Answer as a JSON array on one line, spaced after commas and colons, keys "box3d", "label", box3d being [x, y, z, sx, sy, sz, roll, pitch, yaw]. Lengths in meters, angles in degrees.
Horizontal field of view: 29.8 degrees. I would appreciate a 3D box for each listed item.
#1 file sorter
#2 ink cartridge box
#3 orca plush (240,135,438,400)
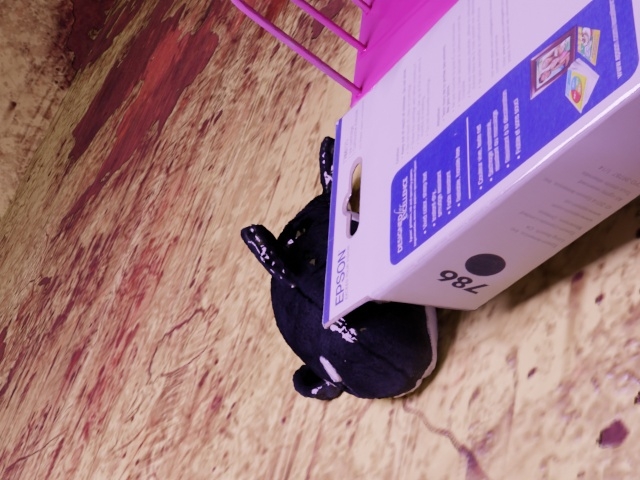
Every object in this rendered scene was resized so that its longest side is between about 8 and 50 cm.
[{"box3d": [0.047, -0.296, 1.027, 0.202, 0.182, 0.291, -40, 27, 34], "label": "file sorter"}, {"box3d": [0.115, -0.080, 0.636, 0.332, 0.065, 0.165, -40, 37, 46], "label": "ink cartridge box"}, {"box3d": [0.000, 0.000, 0.812, 0.151, 0.102, 0.287, -45, 24, 25], "label": "orca plush"}]
